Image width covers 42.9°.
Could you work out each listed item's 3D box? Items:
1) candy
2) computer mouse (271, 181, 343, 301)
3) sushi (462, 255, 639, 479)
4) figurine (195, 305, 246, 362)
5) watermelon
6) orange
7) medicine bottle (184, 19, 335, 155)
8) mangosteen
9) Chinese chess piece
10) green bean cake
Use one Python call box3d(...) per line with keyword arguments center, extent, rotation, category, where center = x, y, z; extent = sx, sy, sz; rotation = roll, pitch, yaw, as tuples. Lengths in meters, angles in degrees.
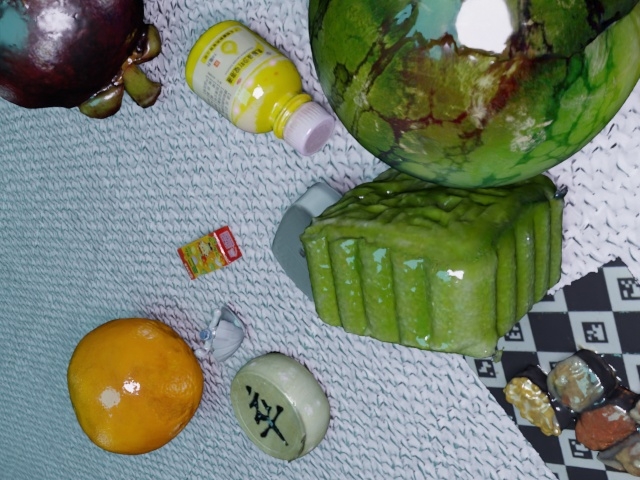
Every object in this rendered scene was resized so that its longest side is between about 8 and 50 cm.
box3d(center=(-0.193, 0.022, 1.408), extent=(0.122, 0.038, 0.062), rotation=(-23, 95, 46), category="candy")
box3d(center=(0.000, 0.000, 1.205), extent=(0.128, 0.079, 0.231), rotation=(54, 151, 10), category="computer mouse")
box3d(center=(0.333, 0.203, 1.019), extent=(0.292, 0.059, 0.294), rotation=(54, 136, 7), category="sushi")
box3d(center=(-0.177, 0.163, 1.429), extent=(0.082, 0.086, 0.095), rotation=(20, 123, 35), category="figurine")
box3d(center=(0.152, -0.219, 0.776), extent=(0.363, 0.363, 0.363), rotation=(19, 122, 34), category="watermelon")
box3d(center=(-0.355, 0.273, 1.539), extent=(0.261, 0.261, 0.261), rotation=(19, 122, 34), category="orange")
box3d(center=(-0.079, -0.204, 1.135), extent=(0.212, 0.121, 0.122), rotation=(40, 132, 20), category="medicine bottle")
box3d(center=(-0.402, -0.324, 1.252), extent=(0.297, 0.297, 0.293), rotation=(-17, 96, 45), category="mangosteen")
box3d(center=(-0.072, 0.287, 1.403), extent=(0.188, 0.083, 0.189), rotation=(22, 126, 33), category="Chinese chess piece")
box3d(center=(0.136, 0.009, 0.960), extent=(0.246, 0.250, 0.156), rotation=(11, 118, 38), category="green bean cake")
